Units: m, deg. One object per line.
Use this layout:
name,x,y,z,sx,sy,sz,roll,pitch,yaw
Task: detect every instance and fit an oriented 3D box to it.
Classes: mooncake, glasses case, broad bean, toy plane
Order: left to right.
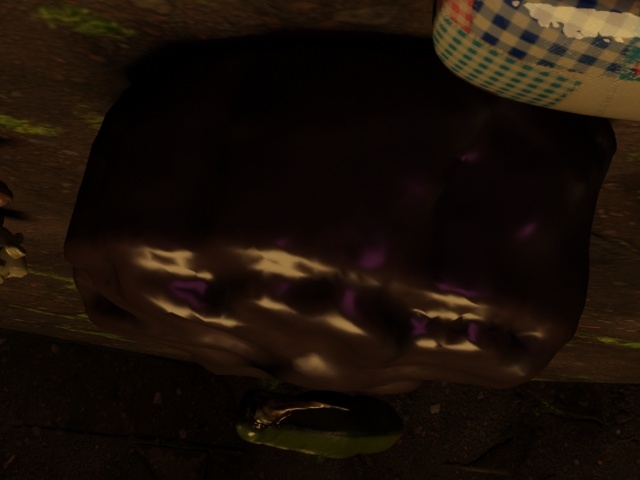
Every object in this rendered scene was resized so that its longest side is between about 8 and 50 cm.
toy plane,-0.432,-0.011,1.226,0.092,0.108,0.286,1,155,29
mooncake,0.000,0.000,0.802,0.351,0.212,0.381,14,165,-7
broad bean,0.005,0.149,0.883,0.098,0.056,0.318,6,172,14
glasses case,0.215,-0.095,0.503,0.327,0.076,0.125,5,166,5

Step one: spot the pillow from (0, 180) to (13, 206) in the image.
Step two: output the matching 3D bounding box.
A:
pillow,-0.429,-0.066,0.968,0.223,0.084,0.236,-4,163,42
